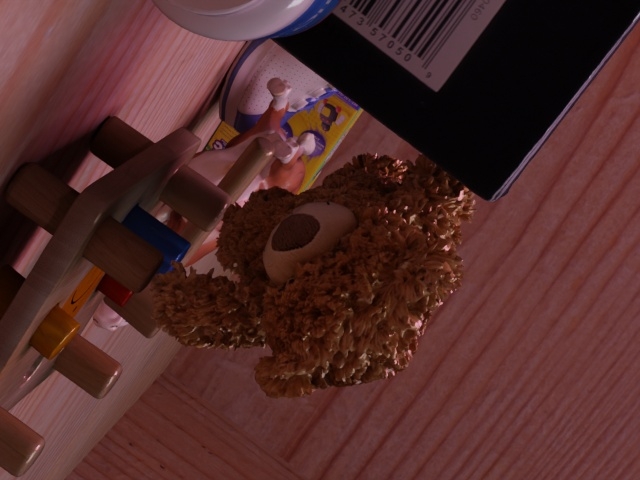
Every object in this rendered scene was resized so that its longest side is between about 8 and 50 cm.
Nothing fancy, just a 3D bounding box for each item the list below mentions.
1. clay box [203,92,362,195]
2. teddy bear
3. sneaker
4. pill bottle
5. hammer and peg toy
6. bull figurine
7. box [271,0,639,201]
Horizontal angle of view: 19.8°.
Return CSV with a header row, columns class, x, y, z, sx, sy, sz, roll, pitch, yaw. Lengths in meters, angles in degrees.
class,x,y,z,sx,sy,sz,roll,pitch,yaw
clay box,-0.046,-0.126,2.141,0.222,0.127,0.053,-55,177,32
teddy bear,0.000,0.000,1.332,0.245,0.113,0.338,-8,-163,16
sneaker,0.029,-0.194,1.913,0.127,0.182,0.315,-49,175,-49
pill bottle,-0.048,-0.185,1.137,0.124,0.124,0.221,-54,177,11
hammer and peg toy,-0.184,0.018,1.492,0.266,0.127,0.361,-56,177,20
bull figurine,-0.126,-0.036,1.873,0.310,0.101,0.188,-40,168,-29
box,0.120,-0.252,1.414,0.212,0.293,0.395,-54,178,28
